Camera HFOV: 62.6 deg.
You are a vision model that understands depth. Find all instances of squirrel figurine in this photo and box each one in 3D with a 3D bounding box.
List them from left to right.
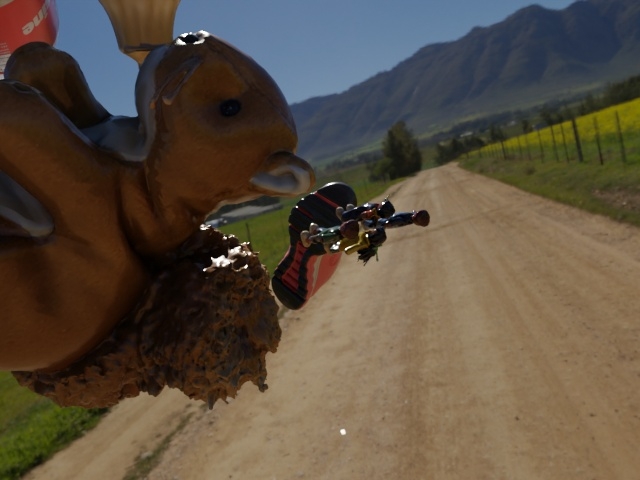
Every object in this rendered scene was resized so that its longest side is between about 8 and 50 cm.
[{"bbox_3d":[-0.182,-0.012,0.552,0.370,0.397,0.281,-27,31,-9],"label":"squirrel figurine"}]

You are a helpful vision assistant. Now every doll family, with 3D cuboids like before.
[{"bbox_3d":[0.071,-0.020,0.736,0.111,0.076,0.193,-10,21,49],"label":"doll family"}]

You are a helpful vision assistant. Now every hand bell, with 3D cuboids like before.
[{"bbox_3d":[-0.220,-0.204,0.689,0.126,0.242,0.126,-2,19,1],"label":"hand bell"}]

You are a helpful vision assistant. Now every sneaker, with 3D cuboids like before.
[{"bbox_3d":[-0.001,0.000,1.085,0.136,0.116,0.314,-28,-28,-50],"label":"sneaker"}]

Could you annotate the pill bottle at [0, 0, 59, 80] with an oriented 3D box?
[{"bbox_3d":[-0.574,-0.419,0.886,0.228,0.229,0.407,-17,2,-21],"label":"pill bottle"}]
